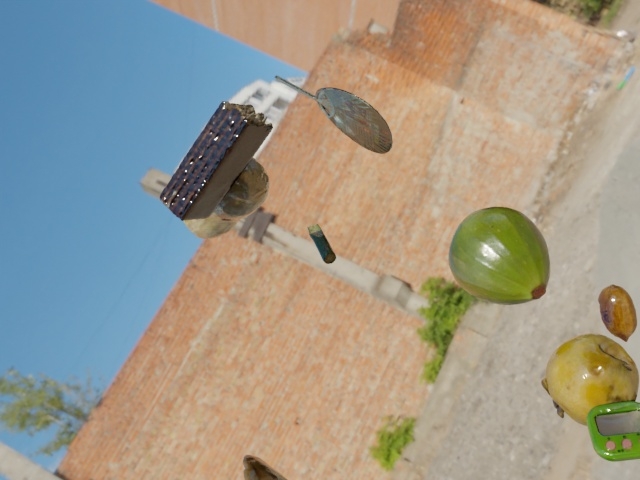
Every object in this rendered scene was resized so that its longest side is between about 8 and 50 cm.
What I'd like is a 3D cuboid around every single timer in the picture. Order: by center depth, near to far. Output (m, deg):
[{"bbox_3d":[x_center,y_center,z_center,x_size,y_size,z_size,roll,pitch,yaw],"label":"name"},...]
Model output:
[{"bbox_3d":[0.665,0.420,1.568,0.047,0.140,0.128,68,-165,-48],"label":"timer"}]

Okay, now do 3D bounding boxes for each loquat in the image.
[{"bbox_3d":[0.675,0.354,1.790,0.244,0.244,0.244,-62,-7,-14],"label":"loquat"}]

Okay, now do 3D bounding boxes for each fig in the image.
[{"bbox_3d":[0.553,0.060,2.143,0.316,0.316,0.316,-62,-7,-14],"label":"fig"}]

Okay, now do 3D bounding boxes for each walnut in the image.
[{"bbox_3d":[1.022,0.250,2.445,0.116,0.116,0.207,-32,-77,-77],"label":"walnut"}]

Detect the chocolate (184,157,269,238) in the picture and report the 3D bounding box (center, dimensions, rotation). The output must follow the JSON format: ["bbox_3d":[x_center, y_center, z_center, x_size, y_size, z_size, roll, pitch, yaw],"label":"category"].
[{"bbox_3d":[-0.204,-0.093,1.525,0.309,0.134,0.134,-32,24,56],"label":"chocolate"}]

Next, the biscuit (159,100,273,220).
[{"bbox_3d":[-0.191,-0.149,1.324,0.252,0.070,0.106,-52,-15,19],"label":"biscuit"}]

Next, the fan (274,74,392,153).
[{"bbox_3d":[0.044,-0.284,1.528,0.012,0.294,0.223,-56,14,-11],"label":"fan"}]

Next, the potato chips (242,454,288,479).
[{"bbox_3d":[-0.077,0.476,1.350,0.049,0.201,0.150,-43,31,-1],"label":"potato chips"}]

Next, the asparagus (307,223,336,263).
[{"bbox_3d":[0.000,0.000,2.036,0.041,0.045,0.178,-56,36,23],"label":"asparagus"}]
